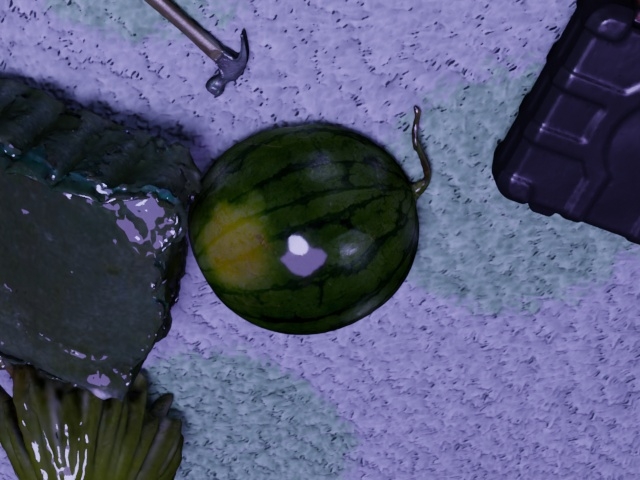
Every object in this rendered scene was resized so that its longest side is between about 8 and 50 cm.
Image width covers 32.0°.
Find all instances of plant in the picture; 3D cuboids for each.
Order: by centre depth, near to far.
[{"bbox_3d":[-0.264,0.283,1.122,0.180,0.333,0.251,-23,134,36],"label":"plant"}]

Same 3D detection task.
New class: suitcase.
[{"bbox_3d":[0.314,-0.083,0.959,0.286,0.066,0.206,19,124,-9],"label":"suitcase"}]

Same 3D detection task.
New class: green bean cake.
[{"bbox_3d":[-0.241,-0.003,1.003,0.255,0.132,0.241,19,123,4],"label":"green bean cake"}]

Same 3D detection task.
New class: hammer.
[{"bbox_3d":[-0.133,-0.201,0.947,0.182,0.017,0.062,41,118,-20],"label":"hammer"}]

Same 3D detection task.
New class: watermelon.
[{"bbox_3d":[-0.007,0.003,1.013,0.232,0.127,0.204,-8,120,4],"label":"watermelon"}]
